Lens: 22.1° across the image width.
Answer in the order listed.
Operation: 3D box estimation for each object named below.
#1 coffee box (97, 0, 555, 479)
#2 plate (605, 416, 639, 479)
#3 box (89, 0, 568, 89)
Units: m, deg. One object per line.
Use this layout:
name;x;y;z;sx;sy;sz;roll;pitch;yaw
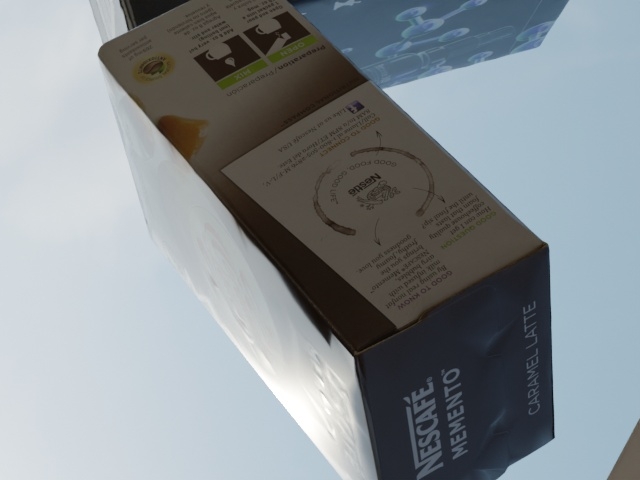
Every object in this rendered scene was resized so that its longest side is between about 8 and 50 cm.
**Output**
coffee box;0.000;0.000;0.787;0.098;0.141;0.246;-29;-132;-16
plate;0.333;0.136;1.115;0.277;0.045;0.278;18;-104;58
box;0.006;-0.255;1.369;0.395;0.293;0.212;-17;-102;-9
